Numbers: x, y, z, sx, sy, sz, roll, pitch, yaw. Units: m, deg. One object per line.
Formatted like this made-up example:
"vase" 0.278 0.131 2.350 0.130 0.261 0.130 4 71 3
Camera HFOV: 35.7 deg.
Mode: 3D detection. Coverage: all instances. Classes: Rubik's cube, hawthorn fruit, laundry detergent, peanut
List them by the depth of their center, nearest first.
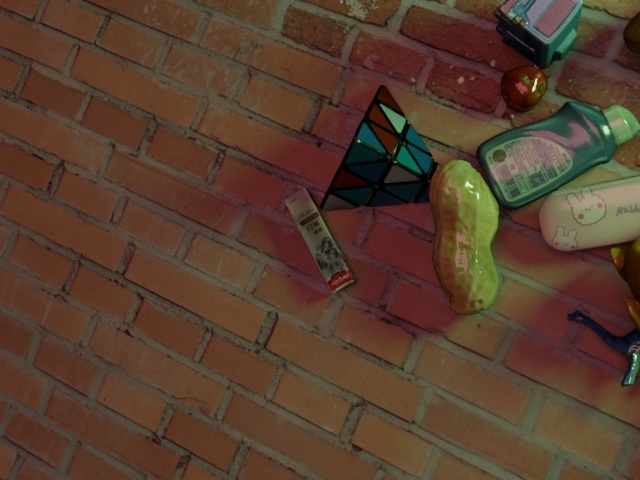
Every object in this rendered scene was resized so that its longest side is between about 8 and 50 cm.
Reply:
"laundry detergent" 0.442 -0.171 1.838 0.289 0.094 0.143 -25 82 10
"peanut" 0.267 -0.005 1.843 0.130 0.130 0.290 -1 93 18
"hawthorn fruit" 0.388 -0.290 1.878 0.093 0.093 0.093 -2 82 18
"Rubik's cube" 0.102 -0.220 1.920 0.284 0.250 0.234 -5 62 22

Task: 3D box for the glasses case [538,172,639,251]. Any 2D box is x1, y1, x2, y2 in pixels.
"glasses case" 0.543 -0.055 1.787 0.296 0.075 0.113 -12 99 15

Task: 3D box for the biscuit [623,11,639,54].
"biscuit" 0.727 -0.442 1.702 0.432 0.283 0.064 -22 121 13

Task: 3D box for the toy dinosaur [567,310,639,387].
"toy dinosaur" 0.599 0.192 1.746 0.329 0.076 0.144 -4 71 27

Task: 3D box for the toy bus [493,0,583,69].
"toy bus" 0.401 -0.398 1.808 0.133 0.234 0.116 39 96 11

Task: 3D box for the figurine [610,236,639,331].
"figurine" 0.619 0.042 1.676 0.228 0.215 0.215 -12 79 1

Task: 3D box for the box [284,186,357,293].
"box" 0.000 0.000 1.981 0.055 0.039 0.218 -31 75 11
